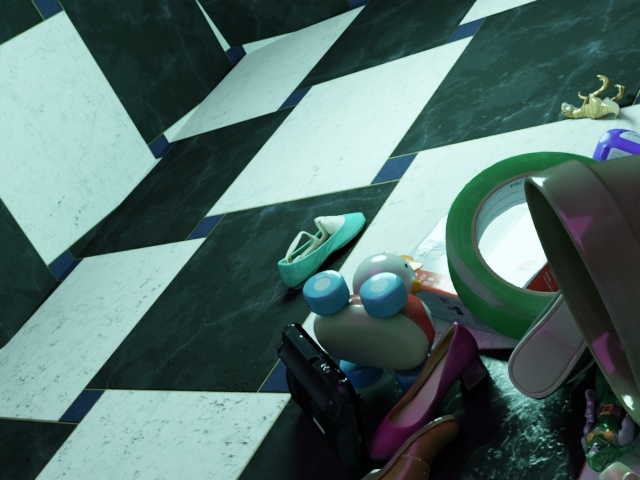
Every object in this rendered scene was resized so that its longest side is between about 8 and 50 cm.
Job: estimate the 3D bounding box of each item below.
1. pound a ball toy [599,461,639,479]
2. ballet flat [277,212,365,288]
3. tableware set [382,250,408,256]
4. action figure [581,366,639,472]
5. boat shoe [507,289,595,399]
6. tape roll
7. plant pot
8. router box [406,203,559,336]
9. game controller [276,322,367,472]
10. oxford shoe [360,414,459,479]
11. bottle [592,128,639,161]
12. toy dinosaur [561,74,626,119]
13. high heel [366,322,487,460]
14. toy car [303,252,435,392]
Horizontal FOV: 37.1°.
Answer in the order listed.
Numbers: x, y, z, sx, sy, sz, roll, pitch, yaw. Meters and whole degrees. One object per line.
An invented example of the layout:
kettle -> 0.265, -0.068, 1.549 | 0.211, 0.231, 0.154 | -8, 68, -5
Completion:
pound a ball toy -> 0.429, 0.250, 1.009 | 0.208, 0.136, 0.319 | -39, -15, 1
ballet flat -> 0.000, 0.000, 2.131 | 0.247, 0.087, 0.083 | -44, 26, -17
tableware set -> 0.128, 0.092, 1.864 | 0.128, 0.039, 0.194 | -13, 33, 40
action figure -> 0.399, 0.217, 1.272 | 0.137, 0.063, 0.232 | -27, 20, 46
boat shoe -> 0.388, 0.084, 1.323 | 0.335, 0.112, 0.095 | -50, -21, 12
tape roll -> 0.357, 0.006, 1.493 | 0.321, 0.077, 0.321 | -5, 55, 7
plant pot -> 0.431, 0.014, 1.112 | 0.280, 0.323, 0.323 | -25, 26, 5
router box -> 0.323, 0.020, 1.690 | 0.301, 0.082, 0.335 | -46, 27, -20
game controller -> 0.004, 0.258, 1.595 | 0.067, 0.167, 0.319 | -22, 22, -12
oxford shoe -> 0.137, 0.344, 1.406 | 0.212, 0.076, 0.076 | -41, 55, -15
bottle -> 0.571, -0.096, 1.500 | 0.282, 0.118, 0.092 | 30, 107, 43
toy dinosaur -> 0.574, -0.273, 1.928 | 0.112, 0.064, 0.211 | -59, 19, -5
high heel -> 0.152, 0.236, 1.486 | 0.244, 0.117, 0.082 | -37, 34, -4
toy car -> 0.119, 0.097, 1.618 | 0.210, 0.219, 0.238 | 0, 42, 33
